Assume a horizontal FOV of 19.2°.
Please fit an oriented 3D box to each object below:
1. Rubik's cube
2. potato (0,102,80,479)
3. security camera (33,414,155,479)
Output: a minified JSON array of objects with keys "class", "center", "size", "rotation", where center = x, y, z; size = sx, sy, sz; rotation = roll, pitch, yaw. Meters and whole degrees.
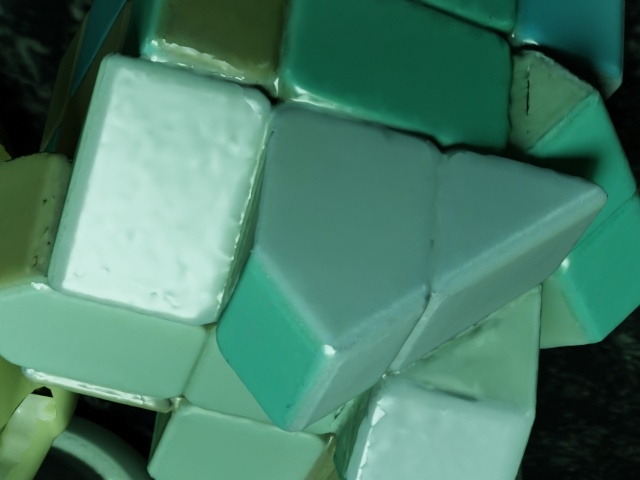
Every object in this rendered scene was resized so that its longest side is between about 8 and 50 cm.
[{"class":"Rubik's cube","center":[0.000,0.000,0.713],"size":[0.265,0.213,0.224],"rotation":[18,144,-16]},{"class":"potato","center":[-0.246,0.016,0.812],"size":[0.242,0.242,0.285],"rotation":[-1,164,15]},{"class":"security camera","center":[-0.146,0.196,1.063],"size":[0.236,0.194,0.194],"rotation":[21,144,-12]}]
